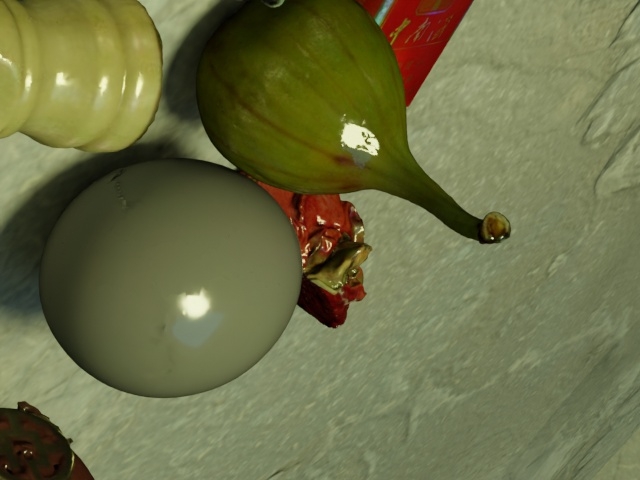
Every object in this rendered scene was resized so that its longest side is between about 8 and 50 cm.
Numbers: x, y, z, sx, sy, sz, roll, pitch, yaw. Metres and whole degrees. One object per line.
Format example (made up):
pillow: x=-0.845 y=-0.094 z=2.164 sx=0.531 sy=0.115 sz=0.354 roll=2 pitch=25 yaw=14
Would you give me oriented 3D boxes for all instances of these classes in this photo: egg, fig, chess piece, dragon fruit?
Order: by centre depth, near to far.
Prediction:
chess piece: x=-0.180 y=-0.083 z=0.895 sx=0.200 sy=0.090 sz=0.090 roll=-4 pitch=136 yaw=-43
fig: x=0.029 y=-0.061 z=1.083 sx=0.124 sy=0.236 sz=0.124 roll=-36 pitch=147 yaw=-28
egg: x=-0.088 y=0.022 z=1.135 sx=0.146 sy=0.146 sz=0.198 roll=-53 pitch=164 yaw=18
dragon fruit: x=0.000 y=0.000 z=1.311 sx=0.083 sy=0.106 sz=0.162 roll=-41 pitch=155 yaw=-14

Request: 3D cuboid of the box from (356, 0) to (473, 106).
box: x=0.055 y=-0.161 z=1.202 sx=0.112 sy=0.048 sz=0.175 roll=-15 pitch=143 yaw=-51

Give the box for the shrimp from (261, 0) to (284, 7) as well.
shrimp: x=-0.026 y=-0.207 z=0.986 sx=0.082 sy=0.076 sz=0.174 roll=8 pitch=142 yaw=-12

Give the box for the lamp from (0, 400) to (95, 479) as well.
lamp: x=-0.231 y=0.223 z=1.188 sx=0.180 sy=0.180 sz=0.258 roll=-17 pitch=143 yaw=-50
